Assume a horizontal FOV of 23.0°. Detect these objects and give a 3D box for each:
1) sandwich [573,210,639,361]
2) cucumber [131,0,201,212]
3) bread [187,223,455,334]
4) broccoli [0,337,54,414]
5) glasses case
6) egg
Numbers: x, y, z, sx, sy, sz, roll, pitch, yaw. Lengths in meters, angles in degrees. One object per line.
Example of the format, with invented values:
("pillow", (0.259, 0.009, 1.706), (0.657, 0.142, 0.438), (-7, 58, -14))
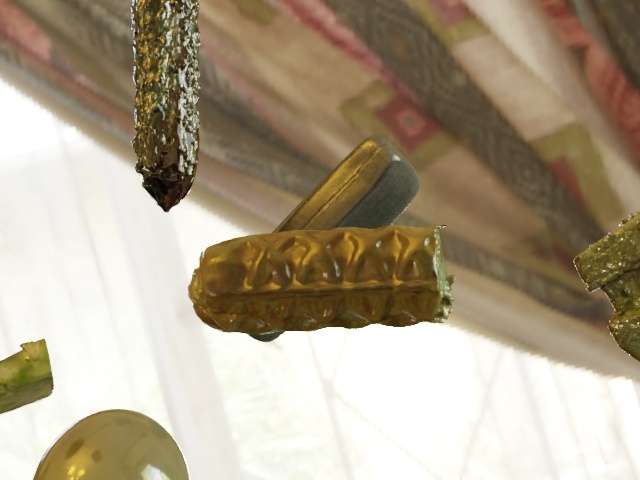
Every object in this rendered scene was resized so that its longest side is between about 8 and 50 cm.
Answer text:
("sandwich", (0.433, 0.077, 1.983), (0.122, 0.236, 0.128), (-31, -1, 34))
("cucumber", (-0.203, -0.212, 2.022), (0.096, 0.359, 0.096), (-1, -19, 0))
("bread", (-0.002, 0.041, 1.564), (0.269, 0.098, 0.087), (-4, 36, 12))
("broccoli", (-0.542, 0.232, 2.160), (0.361, 0.221, 0.252), (-31, -31, -2))
("glasses case", (0.000, 0.000, 2.140), (0.323, 0.074, 0.131), (-46, -28, 0))
("egg", (-0.243, 0.309, 1.792), (0.186, 0.242, 0.186), (12, -30, 7))
